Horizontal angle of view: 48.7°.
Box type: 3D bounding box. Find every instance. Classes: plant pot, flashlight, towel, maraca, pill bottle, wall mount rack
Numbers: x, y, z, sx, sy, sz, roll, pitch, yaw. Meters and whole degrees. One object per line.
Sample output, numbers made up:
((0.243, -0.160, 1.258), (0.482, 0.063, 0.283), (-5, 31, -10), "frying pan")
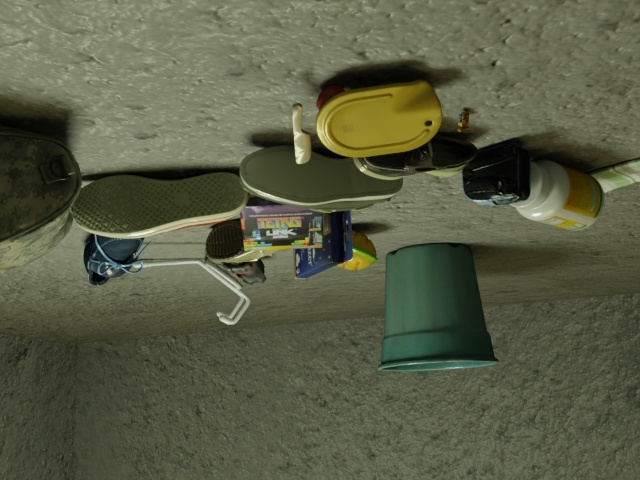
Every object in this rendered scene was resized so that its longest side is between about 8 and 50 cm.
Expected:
((0.324, 0.197, 2.036), (0.341, 0.334, 0.341), (-2, 167, -1), "plant pot")
((-0.208, 0.055, 1.880), (0.103, 0.103, 0.304), (-7, 171, -2), "flashlight")
((0.609, -0.129, 1.420), (0.113, 0.023, 0.152), (9, 161, -42), "towel")
((0.059, 0.017, 1.771), (0.185, 0.099, 0.127), (18, 171, 35), "maraca")
((0.442, -0.089, 1.353), (0.208, 0.118, 0.117), (9, 162, -40), "pill bottle")
((-0.339, 0.104, 1.917), (0.304, 0.130, 0.350), (37, 172, -7), "wall mount rack")

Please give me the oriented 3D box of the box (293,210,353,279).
((0.000, 0.000, 1.593), (0.036, 0.136, 0.225), (6, 163, -29), "box")

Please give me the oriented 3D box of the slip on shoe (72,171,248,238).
((-0.300, -0.065, 1.337), (0.331, 0.123, 0.101), (-7, 170, -3), "slip on shoe")

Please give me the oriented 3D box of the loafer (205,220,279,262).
((-0.151, 0.001, 1.643), (0.268, 0.102, 0.092), (-12, 157, 31), "loafer")

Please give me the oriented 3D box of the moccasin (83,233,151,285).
((-0.485, 0.036, 1.688), (0.137, 0.117, 0.342), (3, 165, -23), "moccasin")

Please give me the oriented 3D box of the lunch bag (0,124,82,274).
((-0.520, -0.054, 1.134), (0.256, 0.212, 0.305), (-15, 175, -25), "lunch bag")

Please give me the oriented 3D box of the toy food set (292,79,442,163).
((0.062, -0.188, 1.018), (0.218, 0.071, 0.128), (-6, 142, 6), "toy food set")

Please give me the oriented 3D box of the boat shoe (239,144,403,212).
((-0.005, -0.100, 1.248), (0.305, 0.109, 0.091), (0, 162, -25), "boat shoe")

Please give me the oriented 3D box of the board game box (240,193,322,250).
((-0.080, -0.042, 1.477), (0.170, 0.048, 0.141), (-3, 140, -1), "board game box")

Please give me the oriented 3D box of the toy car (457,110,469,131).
((0.170, -0.192, 1.102), (0.122, 0.060, 0.040), (-15, 126, -21), "toy car")

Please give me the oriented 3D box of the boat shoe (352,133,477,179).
((0.160, -0.147, 1.166), (0.223, 0.080, 0.073), (-1, 161, -29), "boat shoe")

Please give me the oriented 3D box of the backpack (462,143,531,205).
((0.319, -0.111, 1.270), (0.114, 0.105, 0.084), (-8, 165, 40), "backpack")
